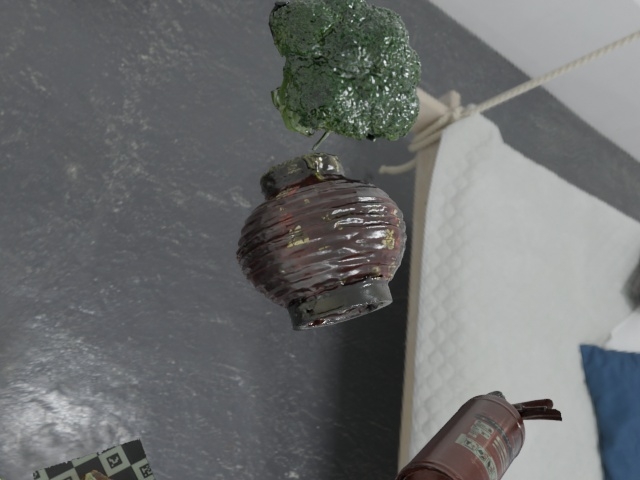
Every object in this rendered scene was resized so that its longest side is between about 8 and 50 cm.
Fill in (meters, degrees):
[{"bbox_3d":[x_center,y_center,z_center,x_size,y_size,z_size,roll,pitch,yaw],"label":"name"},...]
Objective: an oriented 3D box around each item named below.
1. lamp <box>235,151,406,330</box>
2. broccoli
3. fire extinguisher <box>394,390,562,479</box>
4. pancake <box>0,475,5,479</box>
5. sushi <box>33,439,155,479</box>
[{"bbox_3d":[0.000,0.000,0.927,0.247,0.247,0.246,13,69,-37],"label":"lamp"},{"bbox_3d":[0.038,-0.283,1.208,0.321,0.283,0.303,17,58,-31],"label":"broccoli"},{"bbox_3d":[0.235,0.287,0.945,0.337,0.147,0.106,-19,100,-56],"label":"fire extinguisher"},{"bbox_3d":[-0.764,0.567,1.612,0.116,0.129,0.022,37,59,18],"label":"pancake"},{"bbox_3d":[-0.330,0.424,1.056,0.193,0.040,0.210,-11,61,-31],"label":"sushi"}]
